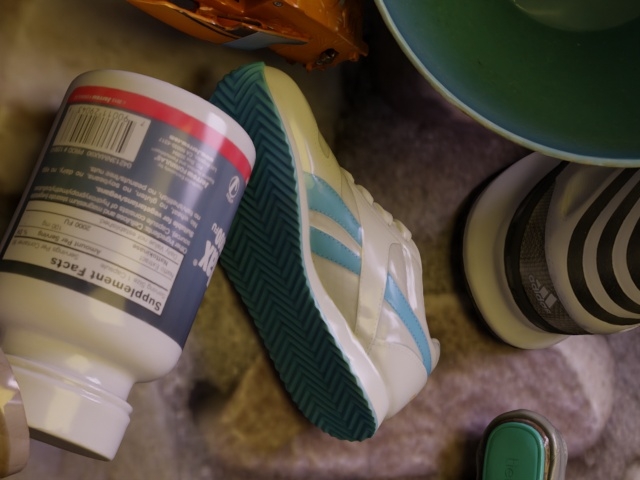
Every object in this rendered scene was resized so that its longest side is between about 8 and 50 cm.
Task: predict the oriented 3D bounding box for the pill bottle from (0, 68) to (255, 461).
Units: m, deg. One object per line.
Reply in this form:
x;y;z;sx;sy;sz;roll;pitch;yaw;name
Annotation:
-0.111;0.015;0.621;0.108;0.108;0.180;29;71;-29;pill bottle

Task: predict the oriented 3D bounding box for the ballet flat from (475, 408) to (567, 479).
0.125;0.218;0.791;0.068;0.072;0.213;30;70;-61;ballet flat

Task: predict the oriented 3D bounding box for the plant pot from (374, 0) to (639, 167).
0.165;-0.194;0.700;0.290;0.195;0.290;1;98;4;plant pot

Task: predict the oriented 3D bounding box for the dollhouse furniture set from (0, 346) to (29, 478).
-0.240;0.257;0.423;0.362;0.256;0.394;-17;95;-34;dollhouse furniture set

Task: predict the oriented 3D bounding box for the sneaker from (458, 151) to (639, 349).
0.322;-0.074;0.830;0.447;0.257;0.169;-40;107;-30;sneaker

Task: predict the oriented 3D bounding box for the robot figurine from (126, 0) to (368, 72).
-0.083;-0.206;0.625;0.291;0.085;0.211;24;65;-40;robot figurine

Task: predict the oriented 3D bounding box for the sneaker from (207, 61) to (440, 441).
0.000;0.000;0.719;0.092;0.087;0.228;-34;111;-40;sneaker
